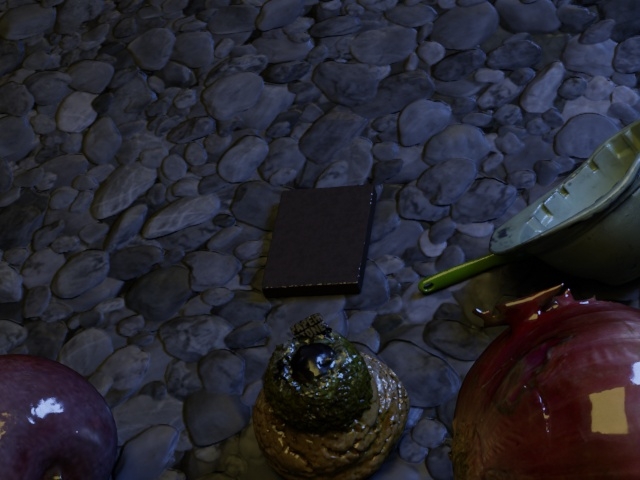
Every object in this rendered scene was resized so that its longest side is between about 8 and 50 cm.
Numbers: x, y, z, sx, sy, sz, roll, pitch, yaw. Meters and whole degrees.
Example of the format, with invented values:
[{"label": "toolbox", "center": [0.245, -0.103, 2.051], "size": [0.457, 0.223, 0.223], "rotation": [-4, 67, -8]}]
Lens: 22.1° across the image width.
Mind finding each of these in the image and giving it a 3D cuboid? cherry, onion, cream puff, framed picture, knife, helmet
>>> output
[{"label": "cherry", "center": [-0.371, 0.246, 1.870], "size": [0.307, 0.221, 0.261], "rotation": [6, 46, 47]}, {"label": "onion", "center": [0.267, 0.213, 1.592], "size": [0.354, 0.353, 0.353], "rotation": [-10, 46, 10]}, {"label": "cream puff", "center": [-0.001, 0.167, 1.844], "size": [0.183, 0.169, 0.183], "rotation": [-11, 46, 11]}, {"label": "framed picture", "center": [0.000, 0.000, 2.100], "size": [0.128, 0.023, 0.168], "rotation": [-4, 48, 16]}, {"label": "knife", "center": [0.206, 0.027, 2.006], "size": [0.184, 0.022, 0.026], "rotation": [-21, 19, -1]}, {"label": "helmet", "center": [0.340, -0.018, 1.927], "size": [0.257, 0.137, 0.204], "rotation": [-39, 9, 4]}]
